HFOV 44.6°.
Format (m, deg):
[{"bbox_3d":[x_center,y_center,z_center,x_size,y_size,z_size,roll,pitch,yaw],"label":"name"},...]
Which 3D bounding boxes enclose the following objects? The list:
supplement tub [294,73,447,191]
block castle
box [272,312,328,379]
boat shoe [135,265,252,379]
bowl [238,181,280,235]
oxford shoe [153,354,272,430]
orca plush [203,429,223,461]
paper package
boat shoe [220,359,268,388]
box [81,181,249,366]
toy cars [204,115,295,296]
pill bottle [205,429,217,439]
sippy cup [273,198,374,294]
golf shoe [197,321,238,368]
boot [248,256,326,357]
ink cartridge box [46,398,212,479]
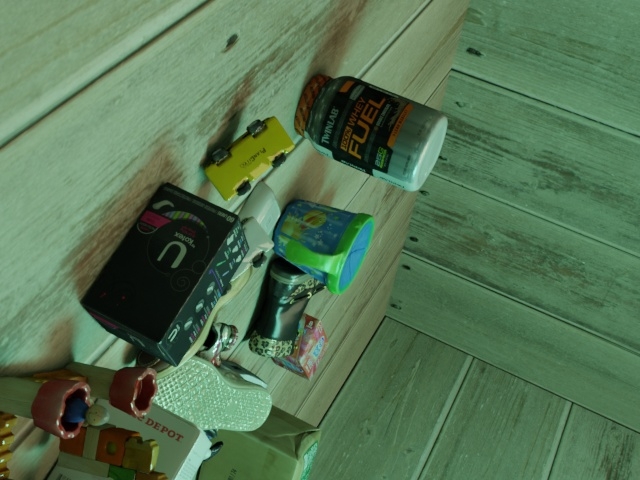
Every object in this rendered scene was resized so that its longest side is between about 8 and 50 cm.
[{"bbox_3d":[0.120,-0.272,1.906,0.207,0.338,0.207,-57,163,-29],"label":"supplement tub"},{"bbox_3d":[-0.397,0.429,1.246,0.303,0.213,0.453,13,85,-74],"label":"block castle"},{"bbox_3d":[-0.076,0.337,2.559,0.154,0.142,0.300,-62,165,-18],"label":"box"},{"bbox_3d":[-0.282,0.133,1.631,0.342,0.123,0.123,-51,130,-24],"label":"boat shoe"},{"bbox_3d":[-0.146,-0.055,1.882,0.142,0.053,0.142,-59,163,-19],"label":"bowl"},{"bbox_3d":[-0.285,0.352,1.821,0.449,0.130,0.169,32,83,-54],"label":"oxford shoe"},{"bbox_3d":[-0.324,0.468,1.971,0.287,0.151,0.102,48,26,-52],"label":"orca plush"},{"bbox_3d":[-0.188,0.665,2.352,0.168,0.309,0.325,-43,152,-57],"label":"paper package"},{"bbox_3d":[-0.241,0.403,2.153,0.105,0.113,0.306,-58,162,-4],"label":"boat shoe"},{"bbox_3d":[-0.269,0.061,1.404,0.270,0.165,0.143,-61,165,-21],"label":"box"},{"bbox_3d":[-0.175,-0.068,1.594,0.087,0.176,0.393,21,-80,64],"label":"toy cars"},{"bbox_3d":[-0.321,0.517,2.130,0.120,0.067,0.067,-48,157,-49],"label":"pill bottle"},{"bbox_3d":[0.000,0.000,2.137,0.240,0.224,0.305,-62,165,-16],"label":"sippy cup"},{"bbox_3d":[-0.282,0.281,1.938,0.086,0.067,0.186,19,104,-40],"label":"golf shoe"},{"bbox_3d":[-0.073,0.187,2.342,0.377,0.138,0.284,-11,123,-68],"label":"boot"},{"bbox_3d":[-0.386,0.466,1.513,0.306,0.226,0.131,-59,164,-22],"label":"ink cartridge box"}]
